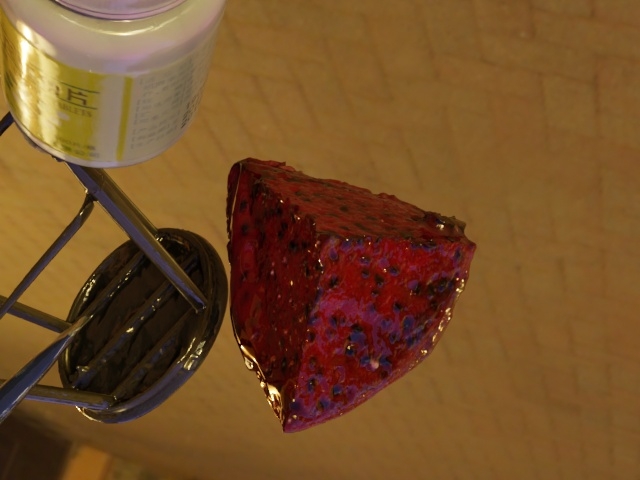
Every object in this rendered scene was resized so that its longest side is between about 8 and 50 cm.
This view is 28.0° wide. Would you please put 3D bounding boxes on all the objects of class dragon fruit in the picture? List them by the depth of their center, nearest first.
[{"bbox_3d":[0.000,0.000,1.477,0.330,0.302,0.240,50,160,34],"label":"dragon fruit"}]

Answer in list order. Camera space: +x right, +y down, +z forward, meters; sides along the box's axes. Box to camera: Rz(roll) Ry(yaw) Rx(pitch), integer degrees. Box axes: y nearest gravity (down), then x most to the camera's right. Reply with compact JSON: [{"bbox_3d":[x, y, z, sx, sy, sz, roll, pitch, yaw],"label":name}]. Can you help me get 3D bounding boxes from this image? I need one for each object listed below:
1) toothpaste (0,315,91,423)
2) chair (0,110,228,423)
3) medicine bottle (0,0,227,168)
[{"bbox_3d":[-0.222,0.106,0.952,0.021,0.140,0.037,44,-168,-7],"label":"toothpaste"},{"bbox_3d":[-0.364,0.036,1.711,0.410,0.364,0.362,39,-176,-42],"label":"chair"},{"bbox_3d":[-0.194,-0.228,1.189,0.214,0.213,0.378,21,157,-3],"label":"medicine bottle"}]
